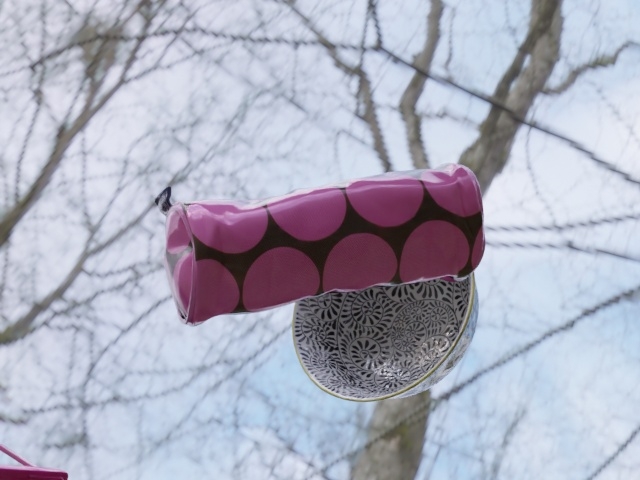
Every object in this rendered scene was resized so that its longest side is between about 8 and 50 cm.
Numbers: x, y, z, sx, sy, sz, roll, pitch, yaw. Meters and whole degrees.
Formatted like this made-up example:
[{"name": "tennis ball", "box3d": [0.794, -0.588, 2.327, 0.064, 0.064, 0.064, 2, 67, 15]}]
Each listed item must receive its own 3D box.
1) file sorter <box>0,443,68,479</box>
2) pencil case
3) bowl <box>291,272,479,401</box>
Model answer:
[{"name": "file sorter", "box3d": [-0.418, 0.350, 1.671, 0.182, 0.202, 0.291, 16, -85, 53]}, {"name": "pencil case", "box3d": [0.000, 0.000, 1.069, 0.209, 0.095, 0.098, -7, -13, -16]}, {"name": "bowl", "box3d": [0.068, 0.066, 1.329, 0.170, 0.170, 0.080, -16, -34, 27]}]
